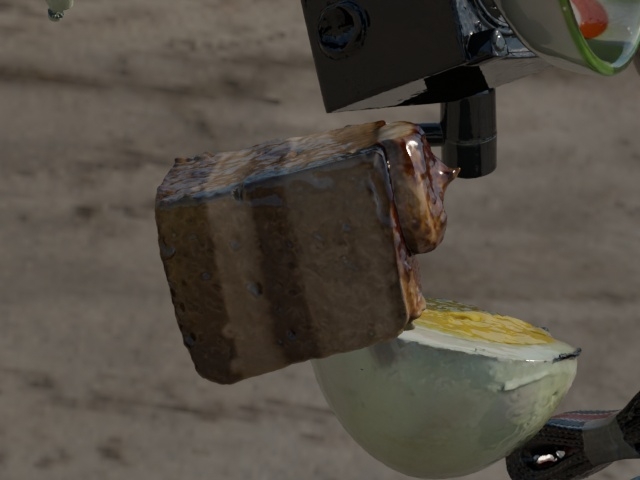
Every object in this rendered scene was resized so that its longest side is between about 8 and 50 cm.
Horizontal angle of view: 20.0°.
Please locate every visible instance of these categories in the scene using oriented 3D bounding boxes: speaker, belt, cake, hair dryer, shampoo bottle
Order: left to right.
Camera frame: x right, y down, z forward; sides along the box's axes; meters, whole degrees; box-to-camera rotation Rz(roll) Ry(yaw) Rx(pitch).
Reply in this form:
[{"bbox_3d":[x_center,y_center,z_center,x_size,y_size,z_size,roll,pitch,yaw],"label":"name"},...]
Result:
[{"bbox_3d":[-0.292,-0.288,2.027,0.034,0.141,0.049,-20,69,-22],"label":"shampoo bottle"},{"bbox_3d":[0.000,0.000,1.738,0.293,0.199,0.196,-13,12,6],"label":"cake"},{"bbox_3d":[0.114,-0.144,2.290,0.219,0.124,0.071,-3,26,7],"label":"hair dryer"},{"bbox_3d":[0.144,-0.261,2.019,0.232,0.184,0.254,-9,-5,-43],"label":"speaker"},{"bbox_3d":[0.370,0.233,2.205,0.094,0.126,0.359,-24,-4,-42],"label":"belt"}]

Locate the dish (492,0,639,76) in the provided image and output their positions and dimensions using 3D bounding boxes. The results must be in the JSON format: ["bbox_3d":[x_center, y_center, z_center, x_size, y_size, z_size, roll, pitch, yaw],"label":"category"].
[{"bbox_3d":[0.186,-0.299,1.557,0.124,0.324,0.324,-2,14,26],"label":"dish"}]

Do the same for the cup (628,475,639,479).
[{"bbox_3d":[0.457,0.443,2.094,0.331,0.311,0.257,-14,42,9],"label":"cup"}]

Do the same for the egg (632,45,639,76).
[{"bbox_3d":[0.524,-0.256,2.314,0.289,0.238,0.238,47,16,-13],"label":"egg"}]

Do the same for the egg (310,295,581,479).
[{"bbox_3d":[0.131,0.182,2.142,0.337,0.201,0.337,8,5,-1],"label":"egg"}]
